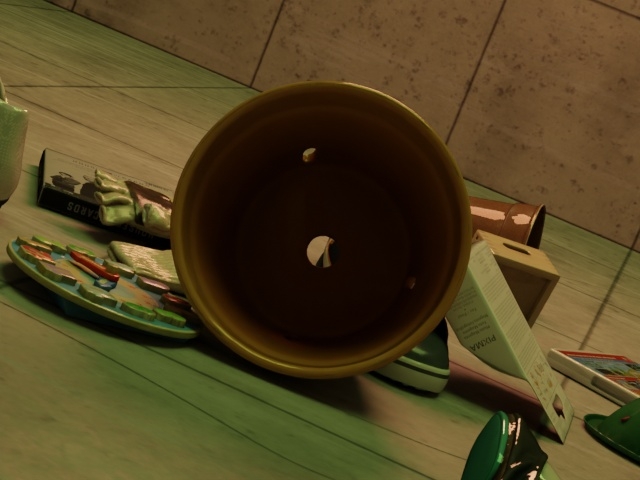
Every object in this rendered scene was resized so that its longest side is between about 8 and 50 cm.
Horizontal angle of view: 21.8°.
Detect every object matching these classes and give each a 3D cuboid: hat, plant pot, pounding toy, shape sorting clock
[{"bbox_3d":[0.428,0.169,1.890,0.208,0.183,0.173,27,11,26],"label":"hat"},{"bbox_3d":[0.232,0.006,2.467,0.165,0.167,0.167,15,8,14],"label":"plant pot"},{"bbox_3d":[0.250,0.067,2.274,0.141,0.130,0.100,18,23,-23],"label":"pounding toy"},{"bbox_3d":[0.000,0.000,1.689,0.291,0.291,0.203,22,-7,2],"label":"plant pot"},{"bbox_3d":[-0.207,0.043,1.612,0.206,0.040,0.206,21,10,-4],"label":"shape sorting clock"}]

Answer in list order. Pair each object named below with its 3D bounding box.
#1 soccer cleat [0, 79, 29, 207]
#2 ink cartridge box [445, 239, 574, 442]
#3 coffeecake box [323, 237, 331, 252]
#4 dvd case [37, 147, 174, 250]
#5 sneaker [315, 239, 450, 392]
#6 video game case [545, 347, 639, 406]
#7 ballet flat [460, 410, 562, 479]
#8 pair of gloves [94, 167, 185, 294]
[{"bbox_3d":[-0.409,-0.140,1.858,0.116,0.143,0.331,14,12,-38],"label":"soccer cleat"},{"bbox_3d":[0.206,0.118,1.886,0.232,0.066,0.189,66,14,0],"label":"ink cartridge box"},{"bbox_3d":[0.080,0.038,2.183,0.142,0.068,0.185,21,10,-6],"label":"coffeecake box"},{"bbox_3d":[-0.260,-0.053,2.048,0.179,0.029,0.239,19,10,-13],"label":"dvd case"},{"bbox_3d":[0.070,0.060,1.883,0.126,0.127,0.321,19,11,-25],"label":"sneaker"},{"bbox_3d":[0.457,0.215,2.172,0.285,0.025,0.204,30,13,36],"label":"video game case"},{"bbox_3d":[0.147,0.222,1.299,0.096,0.095,0.280,32,21,3],"label":"ballet flat"},{"bbox_3d":[-0.151,0.002,1.867,0.204,0.042,0.240,18,20,-27],"label":"pair of gloves"}]
